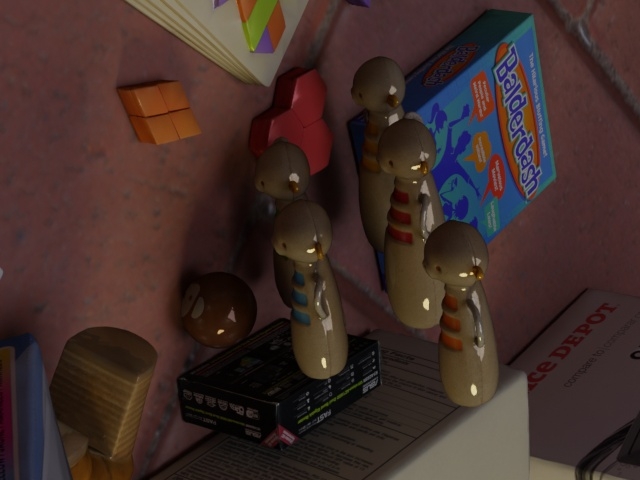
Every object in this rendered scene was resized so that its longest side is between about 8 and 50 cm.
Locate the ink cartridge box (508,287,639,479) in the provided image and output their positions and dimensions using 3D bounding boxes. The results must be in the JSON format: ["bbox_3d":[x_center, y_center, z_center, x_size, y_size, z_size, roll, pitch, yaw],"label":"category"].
[{"bbox_3d":[0.343,0.200,1.550,0.285,0.395,0.166,-37,125,-42],"label":"ink cartridge box"}]

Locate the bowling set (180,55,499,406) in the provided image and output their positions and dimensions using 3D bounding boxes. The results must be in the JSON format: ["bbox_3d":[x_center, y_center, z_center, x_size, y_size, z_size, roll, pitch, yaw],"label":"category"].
[{"bbox_3d":[0.000,0.000,1.208,0.199,0.287,0.154,-12,118,-9],"label":"bowling set"}]

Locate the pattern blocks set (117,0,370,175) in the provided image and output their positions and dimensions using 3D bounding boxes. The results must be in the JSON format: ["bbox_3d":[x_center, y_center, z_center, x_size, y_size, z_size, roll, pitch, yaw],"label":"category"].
[{"bbox_3d":[-0.061,-0.197,1.210,0.325,0.026,0.285,18,85,-53],"label":"pattern blocks set"}]

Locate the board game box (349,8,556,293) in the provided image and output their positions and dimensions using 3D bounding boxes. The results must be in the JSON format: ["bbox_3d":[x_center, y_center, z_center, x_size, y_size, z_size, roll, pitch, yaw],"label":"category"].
[{"bbox_3d":[0.114,-0.073,1.458,0.210,0.047,0.160,-42,130,-40],"label":"board game box"}]

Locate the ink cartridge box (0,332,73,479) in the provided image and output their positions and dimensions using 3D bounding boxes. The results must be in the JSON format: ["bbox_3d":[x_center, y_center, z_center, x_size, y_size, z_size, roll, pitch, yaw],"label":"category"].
[{"bbox_3d":[-0.290,0.227,0.804,0.151,0.395,0.270,-105,-175,-61],"label":"ink cartridge box"}]

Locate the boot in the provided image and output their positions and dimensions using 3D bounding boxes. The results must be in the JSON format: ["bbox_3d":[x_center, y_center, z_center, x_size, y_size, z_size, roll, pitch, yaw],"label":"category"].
[{"bbox_3d":[-0.195,0.176,1.011,0.295,0.104,0.211,-24,138,-65],"label":"boot"}]

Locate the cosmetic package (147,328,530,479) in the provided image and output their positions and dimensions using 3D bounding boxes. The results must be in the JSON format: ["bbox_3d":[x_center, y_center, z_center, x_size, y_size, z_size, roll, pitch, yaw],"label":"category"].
[{"bbox_3d":[0.016,0.192,1.317,0.296,0.153,0.129,-30,124,-44],"label":"cosmetic package"}]

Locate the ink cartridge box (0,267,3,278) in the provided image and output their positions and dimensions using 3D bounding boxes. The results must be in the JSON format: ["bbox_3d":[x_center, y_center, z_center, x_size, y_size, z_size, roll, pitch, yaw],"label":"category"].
[{"bbox_3d":[-0.265,0.061,0.980,0.180,0.060,0.104,-62,142,-21],"label":"ink cartridge box"}]

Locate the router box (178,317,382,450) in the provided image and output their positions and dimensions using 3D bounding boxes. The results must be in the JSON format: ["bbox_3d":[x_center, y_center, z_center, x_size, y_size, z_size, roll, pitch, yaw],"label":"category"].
[{"bbox_3d":[-0.028,0.101,1.280,0.122,0.092,0.038,-28,121,-46],"label":"router box"}]
